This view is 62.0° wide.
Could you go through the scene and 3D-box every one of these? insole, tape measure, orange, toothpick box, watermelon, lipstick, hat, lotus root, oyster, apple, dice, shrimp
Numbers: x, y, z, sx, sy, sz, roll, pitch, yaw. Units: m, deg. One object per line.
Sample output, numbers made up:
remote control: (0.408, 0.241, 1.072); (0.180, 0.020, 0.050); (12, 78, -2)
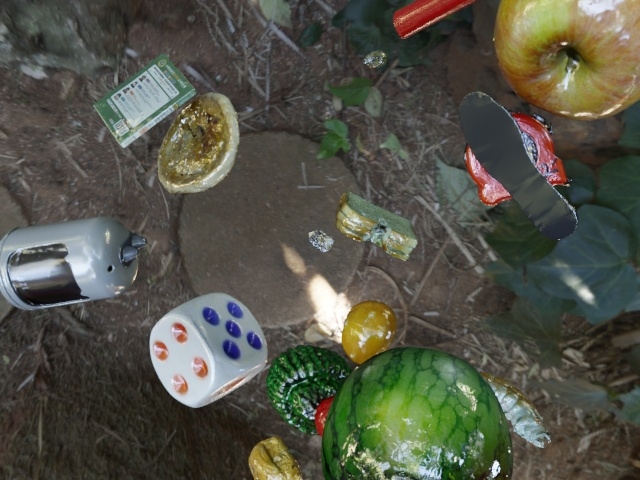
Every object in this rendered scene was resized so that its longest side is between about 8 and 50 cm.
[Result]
insole: (0.392, -0.151, 1.074); (0.009, 0.119, 0.348); (-28, 79, -40)
tape measure: (0.529, -0.233, 1.471); (0.253, 0.114, 0.260); (-19, 100, 17)
orange: (0.111, 0.216, 1.259); (0.124, 0.156, 0.156); (29, 89, 7)
toothpick box: (-0.593, 0.046, 1.320); (0.316, 0.229, 0.229); (-9, 103, 8)
watermelon: (0.168, 0.364, 0.961); (0.363, 0.363, 0.363); (-3, 100, -19)
lipstick: (0.296, -0.567, 1.261); (0.073, 0.279, 0.073); (9, 76, -43)
hat: (0.007, 0.447, 1.438); (0.274, 0.332, 0.242); (20, 99, -28)
lotus root: (0.184, -0.608, 1.786); (0.099, 0.049, 0.054); (-26, 100, -34)
oyster: (-0.002, -0.002, 1.564); (0.083, 0.019, 0.054); (33, 91, 21)
apple: (0.588, -0.479, 1.172); (0.400, 0.400, 0.334); (41, 64, -20)
dice: (-0.378, 0.370, 1.825); (0.277, 0.304, 0.304); (-41, 75, 26)
shrimp: (0.451, 0.416, 1.389); (0.287, 0.185, 0.068); (24, 119, -6)

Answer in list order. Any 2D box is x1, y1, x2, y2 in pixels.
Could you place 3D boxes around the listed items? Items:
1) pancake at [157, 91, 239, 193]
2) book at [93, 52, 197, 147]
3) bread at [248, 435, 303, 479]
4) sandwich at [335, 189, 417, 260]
pancake: (-0.380, -0.296, 1.628); (0.065, 0.356, 0.356); (25, 90, -47)
book: (-0.514, -0.413, 1.555); (0.264, 0.202, 0.027); (-39, 152, -4)
bread: (-0.081, 0.497, 1.078); (0.083, 0.114, 0.211); (-28, 127, -23)
sandwich: (0.179, -0.047, 1.754); (0.273, 0.249, 0.095); (25, 109, -7)
